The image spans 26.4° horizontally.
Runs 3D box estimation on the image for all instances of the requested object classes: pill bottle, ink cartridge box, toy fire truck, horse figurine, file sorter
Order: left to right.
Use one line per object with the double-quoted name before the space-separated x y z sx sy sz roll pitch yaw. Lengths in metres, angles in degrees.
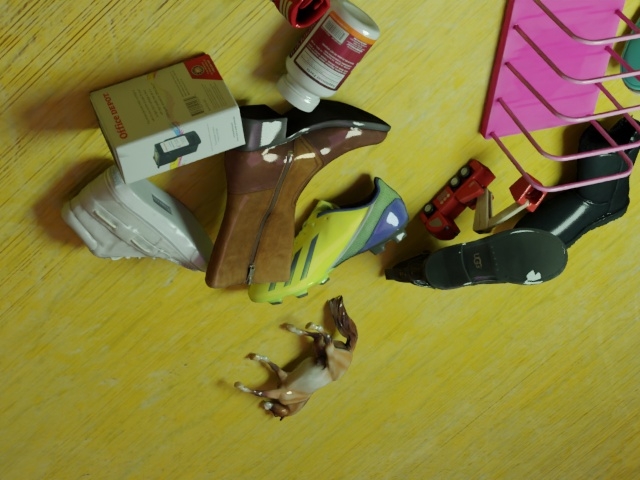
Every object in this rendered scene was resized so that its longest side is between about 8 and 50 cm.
"ink cartridge box" -0.207 -0.165 1.835 0.175 0.127 0.072 -20 139 -11
"horse figurine" -0.025 0.214 2.347 0.263 0.066 0.174 -42 131 15
"pill bottle" 0.007 -0.257 1.900 0.086 0.086 0.152 20 119 -41
"toy fire truck" 0.258 -0.056 2.196 0.192 0.135 0.047 -46 136 16
"file sorter" 0.395 -0.242 2.063 0.202 0.182 0.290 -12 134 -20

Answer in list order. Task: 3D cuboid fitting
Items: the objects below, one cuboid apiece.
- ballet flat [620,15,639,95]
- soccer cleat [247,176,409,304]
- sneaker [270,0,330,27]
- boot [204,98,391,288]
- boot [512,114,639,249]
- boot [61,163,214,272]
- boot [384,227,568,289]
"ballet flat" 0.613 -0.390 2.102 0.139 0.139 0.400 6 126 -34
"soccer cleat" 0.000 -0.001 2.160 0.289 0.093 0.121 -30 108 5
"sneaker" -0.010 -0.374 1.747 0.087 0.128 0.221 -11 134 -21
"boot" -0.031 -0.059 2.001 0.264 0.096 0.280 -10 120 -35
"boot" 0.429 -0.094 2.286 0.247 0.094 0.207 -24 142 -17
"boot" -0.264 -0.010 1.993 0.123 0.095 0.258 -31 134 15
"boot" 0.251 0.033 2.237 0.263 0.229 0.091 -5 89 -8
